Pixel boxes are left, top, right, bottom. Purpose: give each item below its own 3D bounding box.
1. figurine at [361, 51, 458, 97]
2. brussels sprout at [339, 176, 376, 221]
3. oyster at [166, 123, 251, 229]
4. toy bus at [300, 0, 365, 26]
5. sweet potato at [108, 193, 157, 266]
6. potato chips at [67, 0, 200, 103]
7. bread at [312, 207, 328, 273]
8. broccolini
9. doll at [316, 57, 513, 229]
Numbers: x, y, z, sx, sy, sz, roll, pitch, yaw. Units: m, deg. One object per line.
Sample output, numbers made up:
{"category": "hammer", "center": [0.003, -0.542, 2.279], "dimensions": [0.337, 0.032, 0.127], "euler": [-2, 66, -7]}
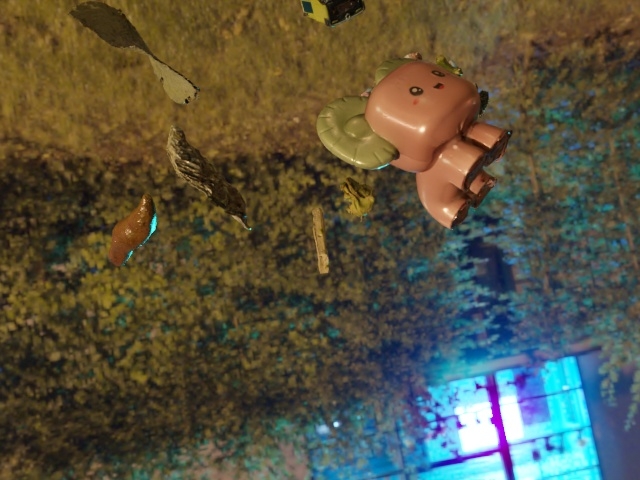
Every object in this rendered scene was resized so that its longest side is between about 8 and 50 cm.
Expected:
{"category": "figurine", "center": [0.220, -0.368, 1.819], "dimensions": [0.260, 0.103, 0.205], "euler": [-24, 165, -10]}
{"category": "brussels sprout", "center": [0.074, -0.089, 1.458], "dimensions": [0.058, 0.085, 0.085], "euler": [-41, 161, 27]}
{"category": "oyster", "center": [-0.255, -0.126, 1.714], "dimensions": [0.087, 0.252, 0.199], "euler": [-42, 151, 4]}
{"category": "toy bus", "center": [0.006, -0.668, 1.829], "dimensions": [0.128, 0.262, 0.150], "euler": [-32, -143, -22]}
{"category": "sweet potato", "center": [-0.359, -0.011, 1.425], "dimensions": [0.067, 0.067, 0.274], "euler": [-7, 159, -33]}
{"category": "potato chips", "center": [-0.302, -0.313, 1.241], "dimensions": [0.059, 0.228, 0.167], "euler": [-47, -149, 7]}
{"category": "bread", "center": [0.000, 0.000, 1.729], "dimensions": [0.028, 0.153, 0.068], "euler": [-5, 136, -3]}
{"category": "broccolini", "center": [0.274, -0.322, 1.537], "dimensions": [0.058, 0.216, 0.067], "euler": [-24, 133, -2]}
{"category": "doll", "center": [0.156, -0.176, 1.225], "dimensions": [0.284, 0.268, 0.216], "euler": [-40, 154, -30]}
